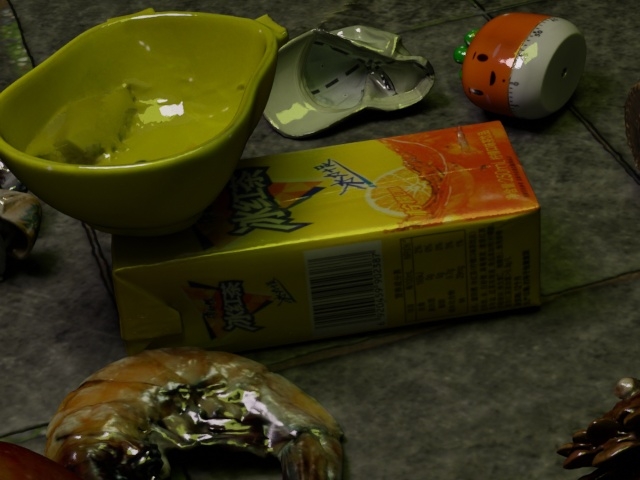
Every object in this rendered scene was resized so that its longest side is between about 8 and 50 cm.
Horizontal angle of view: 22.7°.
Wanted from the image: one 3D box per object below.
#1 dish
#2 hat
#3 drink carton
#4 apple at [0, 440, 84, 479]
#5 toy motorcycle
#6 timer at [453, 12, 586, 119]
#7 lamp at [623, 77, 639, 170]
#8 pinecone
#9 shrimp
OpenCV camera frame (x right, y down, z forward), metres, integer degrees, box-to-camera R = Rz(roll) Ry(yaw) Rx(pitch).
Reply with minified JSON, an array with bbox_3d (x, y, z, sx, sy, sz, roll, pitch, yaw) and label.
[{"bbox_3d":[-0.140,-0.087,1.311,0.221,0.108,0.262,7,37,21],"label":"dish"},{"bbox_3d":[0.020,-0.157,1.619,0.166,0.081,0.122,-33,82,-13],"label":"hat"},{"bbox_3d":[0.000,0.000,1.356,0.351,0.111,0.154,-9,35,-3],"label":"drink carton"},{"bbox_3d":[-0.210,0.264,0.874,0.288,0.288,0.317,-20,51,-20],"label":"apple"},{"bbox_3d":[-0.341,0.001,1.413,0.229,0.094,0.130,-36,49,-23],"label":"toy motorcycle"},{"bbox_3d":[0.190,-0.179,1.589,0.136,0.099,0.136,5,28,-3],"label":"timer"},{"bbox_3d":[0.414,-0.124,1.432,0.274,0.177,0.177,-14,36,-8],"label":"lamp"},{"bbox_3d":[0.240,0.170,1.055,0.173,0.174,0.173,-3,35,2],"label":"pinecone"},{"bbox_3d":[-0.085,0.184,1.150,0.233,0.071,0.365,-5,30,-9],"label":"shrimp"}]
